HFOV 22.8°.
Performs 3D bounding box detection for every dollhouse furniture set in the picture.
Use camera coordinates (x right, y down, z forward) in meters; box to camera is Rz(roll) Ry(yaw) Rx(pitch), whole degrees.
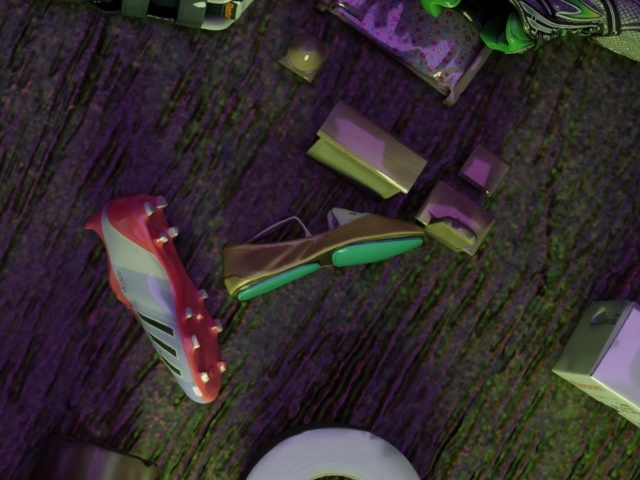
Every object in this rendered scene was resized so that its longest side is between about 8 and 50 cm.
[{"bbox_3d":[0.144,-0.212,1.756,0.303,0.174,0.355,34,84,-4],"label":"dollhouse furniture set"}]

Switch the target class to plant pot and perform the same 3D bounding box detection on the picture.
[{"bbox_3d":[-0.255,0.301,1.700,0.167,0.167,0.165,18,78,-5],"label":"plant pot"}]

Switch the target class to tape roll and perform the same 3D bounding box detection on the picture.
[{"bbox_3d":[0.011,0.312,1.766,0.219,0.072,0.219,0,87,-7],"label":"tape roll"}]

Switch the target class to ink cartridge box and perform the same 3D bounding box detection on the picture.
[{"bbox_3d":[0.394,0.169,1.764,0.237,0.172,0.100,33,84,-4],"label":"ink cartridge box"}]

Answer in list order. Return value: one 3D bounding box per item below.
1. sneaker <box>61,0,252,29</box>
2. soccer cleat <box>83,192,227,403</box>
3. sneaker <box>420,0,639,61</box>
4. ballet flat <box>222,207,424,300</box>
[{"bbox_3d":[-0.158,-0.295,1.749,0.321,0.126,0.127,-16,83,-8],"label":"sneaker"},{"bbox_3d":[-0.181,0.067,1.763,0.095,0.083,0.248,-19,95,22],"label":"soccer cleat"},{"bbox_3d":[0.242,-0.258,1.754,0.343,0.134,0.146,16,74,-24],"label":"sneaker"},{"bbox_3d":[0.000,0.000,1.780,0.232,0.080,0.073,-16,74,-8],"label":"ballet flat"}]
